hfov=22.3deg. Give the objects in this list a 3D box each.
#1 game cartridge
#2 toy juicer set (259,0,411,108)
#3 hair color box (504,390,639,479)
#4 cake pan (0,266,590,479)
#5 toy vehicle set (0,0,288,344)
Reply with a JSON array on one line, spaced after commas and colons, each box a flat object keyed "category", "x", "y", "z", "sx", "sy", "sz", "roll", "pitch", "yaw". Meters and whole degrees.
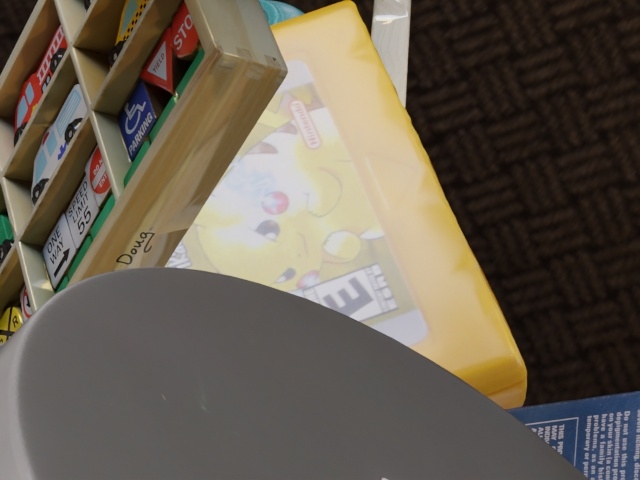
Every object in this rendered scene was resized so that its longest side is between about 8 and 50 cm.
[{"category": "game cartridge", "x": -0.085, "y": 0.019, "z": 0.916, "sx": 0.324, "sy": 0.285, "sz": 0.052, "roll": -18, "pitch": 148, "yaw": -8}, {"category": "toy juicer set", "x": -0.036, "y": -0.167, "z": 1.317, "sx": 0.329, "sy": 0.209, "sz": 0.089, "roll": 8, "pitch": 141, "yaw": 28}, {"category": "hair color box", "x": 0.224, "y": 0.128, "z": 0.718, "sx": 0.347, "sy": 0.174, "sz": 0.105, "roll": -15, "pitch": 63, "yaw": 48}, {"category": "cake pan", "x": 0.015, "y": 0.107, "z": 0.467, "sx": 0.293, "sy": 0.293, "sz": 0.054, "roll": 36, "pitch": 110, "yaw": 5}, {"category": "toy vehicle set", "x": -0.115, "y": -0.038, "z": 0.770, "sx": 0.267, "sy": 0.035, "sz": 0.166, "roll": -55, "pitch": 40, "yaw": 31}]
